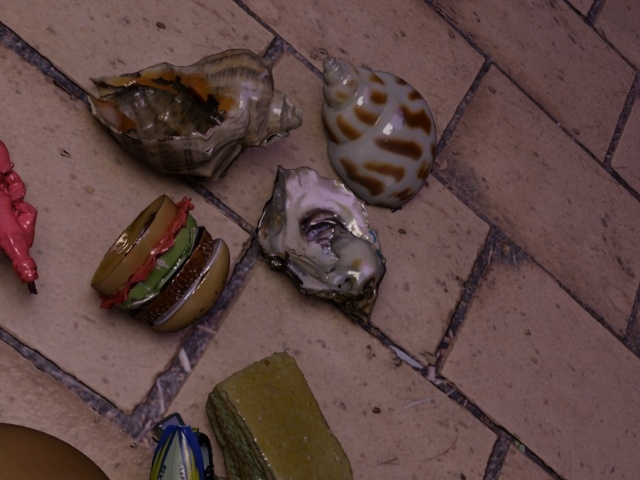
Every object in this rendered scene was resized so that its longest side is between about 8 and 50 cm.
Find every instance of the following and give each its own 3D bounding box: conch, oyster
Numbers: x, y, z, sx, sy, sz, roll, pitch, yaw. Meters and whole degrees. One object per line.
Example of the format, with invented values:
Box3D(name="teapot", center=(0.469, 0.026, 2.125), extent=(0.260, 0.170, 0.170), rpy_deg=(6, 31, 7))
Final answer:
Box3D(name="conch", center=(-0.170, -0.159, 1.083), extent=(0.291, 0.159, 0.210), rpy_deg=(0, 53, 11))
Box3D(name="oyster", center=(0.000, 0.000, 1.157), extent=(0.214, 0.083, 0.223), rpy_deg=(22, 54, -25))
Box3D(name="conch", center=(0.089, -0.182, 1.244), extent=(0.274, 0.148, 0.183), rpy_deg=(32, 52, -18))

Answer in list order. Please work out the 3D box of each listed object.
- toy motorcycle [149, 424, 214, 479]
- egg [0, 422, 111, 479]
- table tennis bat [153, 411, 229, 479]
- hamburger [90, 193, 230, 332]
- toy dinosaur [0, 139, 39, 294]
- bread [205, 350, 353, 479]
Box3D(name="toy motorcycle", center=(-0.152, 0.358, 0.844), extent=(0.113, 0.169, 0.316), rpy_deg=(1, 80, 6))
Box3D(name="egg", center=(-0.331, 0.314, 0.675), extent=(0.373, 0.301, 0.301), rpy_deg=(-6, 71, -58))
Box3D(name="table tennis bat", center=(-0.116, 0.351, 0.972), extent=(0.173, 0.022, 0.301), rpy_deg=(-32, 89, -36))
Box3D(name="hamburger", center=(-0.190, 0.040, 0.979), extent=(0.137, 0.175, 0.175), rpy_deg=(42, 54, -17))
Box3D(name="toy dinosaur", center=(-0.369, -0.023, 0.938), extent=(0.070, 0.139, 0.286), rpy_deg=(-25, 43, -14))
Box3D(name="bread", center=(-0.057, 0.252, 0.986), extent=(0.138, 0.102, 0.196), rpy_deg=(-11, 67, -51))
